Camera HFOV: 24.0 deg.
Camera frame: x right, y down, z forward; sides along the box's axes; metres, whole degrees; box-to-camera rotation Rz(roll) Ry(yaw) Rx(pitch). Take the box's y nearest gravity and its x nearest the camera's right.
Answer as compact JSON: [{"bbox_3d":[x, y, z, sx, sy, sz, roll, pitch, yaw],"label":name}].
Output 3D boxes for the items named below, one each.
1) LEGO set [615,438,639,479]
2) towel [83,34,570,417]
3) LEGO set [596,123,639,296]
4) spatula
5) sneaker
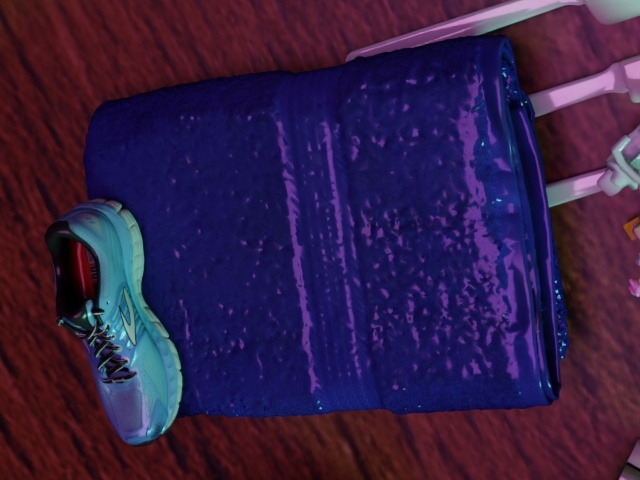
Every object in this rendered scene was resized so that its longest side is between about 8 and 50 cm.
[{"bbox_3d":[0.179,0.252,0.960,0.087,0.093,0.227,29,109,12],"label":"LEGO set"},{"bbox_3d":[0.000,0.000,0.972,0.308,0.076,0.228,-6,94,25],"label":"towel"},{"bbox_3d":[0.275,0.045,0.871,0.287,0.107,0.132,36,114,5],"label":"LEGO set"},{"bbox_3d":[0.143,-0.092,0.942,0.242,0.019,0.168,-16,102,22],"label":"spatula"},{"bbox_3d":[-0.142,0.056,0.962,0.063,0.073,0.162,-19,89,26],"label":"sneaker"}]
